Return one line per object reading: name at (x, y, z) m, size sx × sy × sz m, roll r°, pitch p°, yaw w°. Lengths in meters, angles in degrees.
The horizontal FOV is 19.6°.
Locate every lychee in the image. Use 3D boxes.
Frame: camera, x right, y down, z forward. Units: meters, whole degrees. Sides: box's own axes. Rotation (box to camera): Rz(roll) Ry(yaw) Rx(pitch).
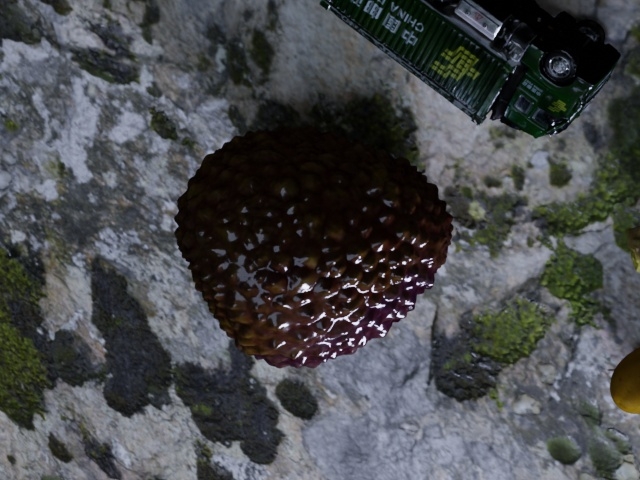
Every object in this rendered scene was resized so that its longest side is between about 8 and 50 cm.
lychee at (0.000, 0.000, 1.841) m, size 0.271 × 0.271 × 0.271 m, roll 19°, pitch 131°, yaw 23°

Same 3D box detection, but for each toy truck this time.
toy truck at (0.139, -0.196, 1.690) m, size 0.259 × 0.088 × 0.121 m, roll 37°, pitch 135°, yaw 8°

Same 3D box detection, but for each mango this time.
mango at (0.335, 0.139, 1.819) m, size 0.114 × 0.060 × 0.080 m, roll -27°, pitch 101°, yaw 49°

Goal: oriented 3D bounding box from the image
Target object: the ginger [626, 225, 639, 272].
ginger at (0.376, 0.046, 1.702) m, size 0.205 × 0.081 × 0.115 m, roll 9°, pitch 115°, yaw 31°
